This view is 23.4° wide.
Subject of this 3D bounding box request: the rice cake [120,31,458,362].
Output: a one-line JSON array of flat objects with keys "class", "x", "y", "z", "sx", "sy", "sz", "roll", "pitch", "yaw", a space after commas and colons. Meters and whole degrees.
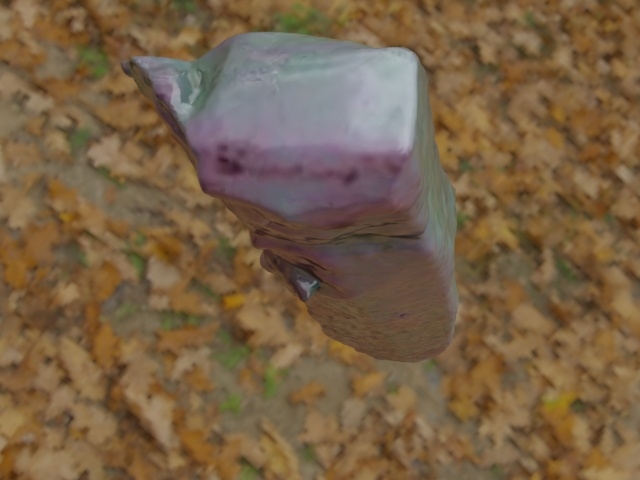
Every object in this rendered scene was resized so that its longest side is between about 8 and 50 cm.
[{"class": "rice cake", "x": 0.003, "y": 0.000, "z": 0.459, "sx": 0.081, "sy": 0.290, "sz": 0.051, "roll": 12, "pitch": 81, "yaw": 7}]
